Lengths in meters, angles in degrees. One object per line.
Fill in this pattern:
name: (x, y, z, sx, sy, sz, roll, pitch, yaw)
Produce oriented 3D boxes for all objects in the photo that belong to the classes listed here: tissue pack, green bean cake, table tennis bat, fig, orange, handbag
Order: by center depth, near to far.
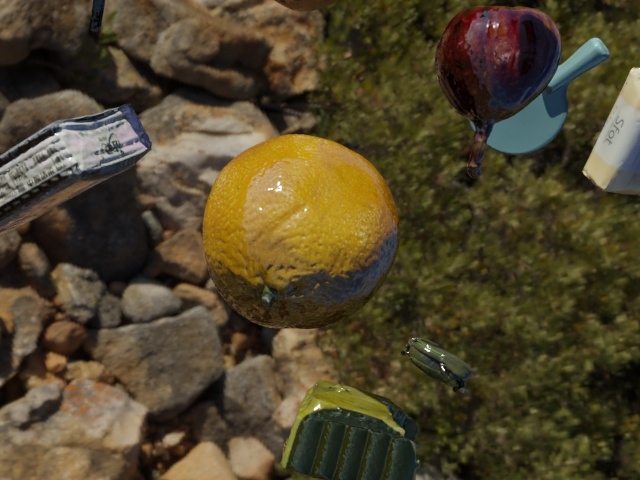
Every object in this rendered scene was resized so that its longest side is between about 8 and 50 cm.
fig: (0.211, -0.217, 1.204, 0.149, 0.148, 0.202, 36, 64, 3)
orange: (-0.027, -0.007, 1.205, 0.264, 0.264, 0.264, 19, 61, -40)
handbag: (0.172, 0.180, 1.404, 0.111, 0.072, 0.047, 33, 84, -3)
table tennis bat: (0.340, -0.231, 1.476, 0.149, 0.237, 0.038, 50, 24, -7)
green bean cake: (0.063, 0.336, 1.619, 0.233, 0.236, 0.124, 17, 94, 3)
tissue pack: (-0.491, -0.101, 1.622, 0.122, 0.361, 0.259, 61, 24, -7)
tissue pack: (0.587, -0.183, 1.657, 0.186, 0.222, 0.090, 9, 32, -19)

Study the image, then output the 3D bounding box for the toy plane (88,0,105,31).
toy plane: (-0.333, -0.525, 1.479, 0.106, 0.381, 0.155, 6, 40, -36)

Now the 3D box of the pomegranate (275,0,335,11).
pomegranate: (-0.013, -0.670, 2.031, 0.338, 0.338, 0.338, 19, 61, -40)
